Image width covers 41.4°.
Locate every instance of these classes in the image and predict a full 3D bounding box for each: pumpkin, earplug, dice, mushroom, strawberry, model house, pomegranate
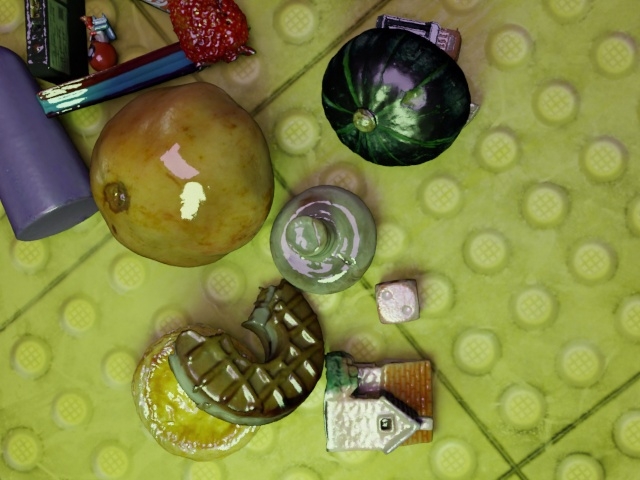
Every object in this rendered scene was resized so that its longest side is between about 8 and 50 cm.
[{"bbox_3d":[0.146,-0.290,1.766,0.315,0.238,0.315,19,135,20],"label":"pumpkin"},{"bbox_3d":[-0.683,-0.238,1.925,0.215,0.215,0.455,-29,85,7],"label":"earplug"},{"bbox_3d":[0.172,0.134,1.877,0.094,0.093,0.091,-10,90,6],"label":"dice"},{"bbox_3d":[0.000,0.000,1.830,0.244,0.243,0.243,0,92,7],"label":"mushroom"},{"bbox_3d":[-0.243,-0.500,1.872,0.175,0.098,0.228,-24,109,-15],"label":"strawberry"},{"bbox_3d":[0.128,0.343,1.824,0.238,0.237,0.202,0,85,3],"label":"model house"},{"bbox_3d":[-0.281,-0.137,1.804,0.412,0.411,0.411,0,92,7],"label":"pomegranate"}]

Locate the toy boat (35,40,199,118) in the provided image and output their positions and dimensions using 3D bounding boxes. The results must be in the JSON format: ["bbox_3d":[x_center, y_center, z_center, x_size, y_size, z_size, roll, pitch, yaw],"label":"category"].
[{"bbox_3d":[-0.441,-0.368,1.905,0.392,0.136,0.079,-22,98,-16],"label":"toy boat"}]

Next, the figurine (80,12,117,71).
[{"bbox_3d":[-0.507,-0.453,1.963,0.075,0.068,0.140,-12,100,-10],"label":"figurine"}]

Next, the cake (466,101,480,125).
[{"bbox_3d":[0.294,-0.310,1.871,0.065,0.052,0.121,-43,85,12],"label":"cake"}]

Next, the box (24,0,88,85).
[{"bbox_3d":[-0.592,-0.528,1.898,0.058,0.211,0.349,-2,90,9],"label":"box"}]

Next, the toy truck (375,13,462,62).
[{"bbox_3d":[0.212,-0.437,1.856,0.192,0.092,0.083,13,92,6],"label":"toy truck"}]

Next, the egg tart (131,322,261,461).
[{"bbox_3d":[-0.267,0.341,1.923,0.319,0.128,0.318,0,88,6],"label":"egg tart"}]

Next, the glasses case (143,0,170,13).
[{"bbox_3d":[-0.377,-0.589,1.940,0.267,0.067,0.103,25,94,6],"label":"glasses case"}]

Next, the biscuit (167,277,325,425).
[{"bbox_3d":[-0.133,0.253,1.804,0.268,0.366,0.115,52,138,6],"label":"biscuit"}]
